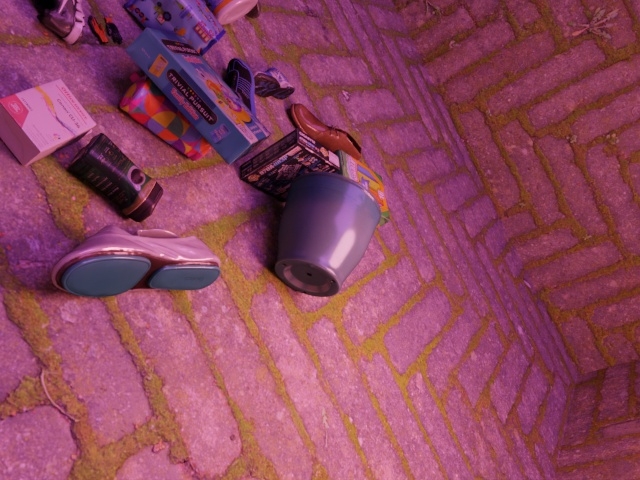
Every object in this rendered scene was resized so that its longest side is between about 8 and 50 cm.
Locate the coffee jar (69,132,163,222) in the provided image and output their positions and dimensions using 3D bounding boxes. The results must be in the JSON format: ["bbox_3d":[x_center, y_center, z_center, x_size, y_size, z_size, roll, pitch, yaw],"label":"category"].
[{"bbox_3d":[-0.414,-0.126,1.216,0.184,0.079,0.096,45,33,-25],"label":"coffee jar"}]

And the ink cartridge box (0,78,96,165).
[{"bbox_3d":[-0.526,-0.239,1.145,0.115,0.067,0.198,54,33,-14],"label":"ink cartridge box"}]

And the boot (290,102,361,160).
[{"bbox_3d":[0.023,-0.366,1.990,0.305,0.115,0.112,42,40,-29],"label":"boot"}]

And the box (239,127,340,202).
[{"bbox_3d":[-0.084,-0.198,1.612,0.175,0.220,0.051,27,47,-43],"label":"box"}]

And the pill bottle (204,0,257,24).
[{"bbox_3d":[-0.318,-0.810,1.776,0.272,0.152,0.152,59,32,-6],"label":"pill bottle"}]

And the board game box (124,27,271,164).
[{"bbox_3d":[-0.278,-0.348,1.420,0.336,0.079,0.254,48,14,-8],"label":"board game box"}]

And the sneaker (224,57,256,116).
[{"bbox_3d":[-0.241,-0.430,1.681,0.090,0.081,0.233,19,54,-58],"label":"sneaker"}]

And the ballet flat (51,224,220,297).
[{"bbox_3d":[-0.363,0.033,1.156,0.400,0.139,0.139,6,63,-59],"label":"ballet flat"}]

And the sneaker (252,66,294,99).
[{"bbox_3d":[-0.164,-0.503,1.861,0.081,0.080,0.211,62,22,9],"label":"sneaker"}]

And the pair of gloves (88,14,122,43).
[{"bbox_3d":[-0.513,-0.503,1.407,0.074,0.010,0.083,61,29,-1],"label":"pair of gloves"}]

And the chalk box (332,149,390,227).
[{"bbox_3d":[0.053,-0.142,1.811,0.288,0.180,0.179,23,49,-45],"label":"chalk box"}]

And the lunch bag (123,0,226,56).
[{"bbox_3d":[-0.366,-0.630,1.621,0.221,0.138,0.293,47,26,-21],"label":"lunch bag"}]

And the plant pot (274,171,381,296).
[{"bbox_3d":[0.000,0.000,1.579,0.271,0.271,0.255,42,53,-31],"label":"plant pot"}]

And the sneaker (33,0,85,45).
[{"bbox_3d":[-0.574,-0.547,1.286,0.106,0.078,0.235,19,54,-51],"label":"sneaker"}]

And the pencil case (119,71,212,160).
[{"bbox_3d":[-0.359,-0.291,1.399,0.236,0.104,0.105,40,39,-35],"label":"pencil case"}]

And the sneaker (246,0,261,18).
[{"bbox_3d":[-0.253,-0.853,1.962,0.228,0.087,0.130,53,39,-7],"label":"sneaker"}]
